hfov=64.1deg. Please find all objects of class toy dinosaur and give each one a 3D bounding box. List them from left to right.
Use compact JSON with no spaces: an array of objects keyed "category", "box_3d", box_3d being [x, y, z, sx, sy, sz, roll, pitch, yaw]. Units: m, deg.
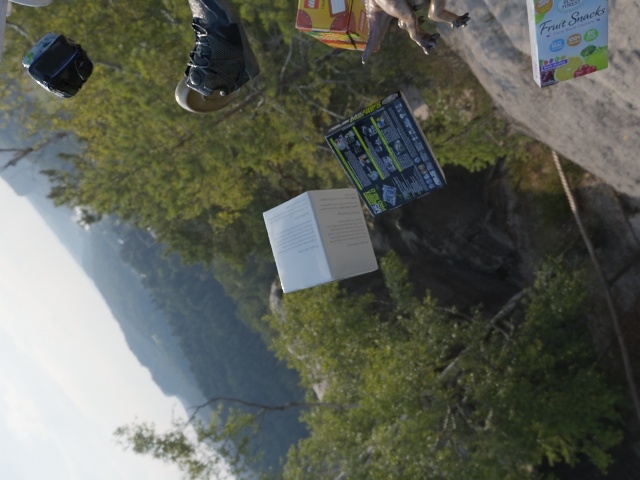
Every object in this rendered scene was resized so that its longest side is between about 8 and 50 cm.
[{"category":"toy dinosaur","box_3d":[0.139,-0.414,0.794,0.200,0.127,0.296,27,146,-31]}]

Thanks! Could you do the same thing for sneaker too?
[{"category":"sneaker","box_3d":[-0.199,-0.347,0.915,0.087,0.130,0.227,37,166,26]}]

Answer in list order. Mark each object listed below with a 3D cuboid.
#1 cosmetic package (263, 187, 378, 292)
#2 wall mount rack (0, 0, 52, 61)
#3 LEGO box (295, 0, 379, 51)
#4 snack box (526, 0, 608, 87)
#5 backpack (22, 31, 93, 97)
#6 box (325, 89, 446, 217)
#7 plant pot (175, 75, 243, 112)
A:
[{"category":"cosmetic package","box_3d":[0.000,0.000,1.080,0.151,0.152,0.183,-20,83,44]},{"category":"wall mount rack","box_3d":[-0.679,-0.421,0.909,0.130,0.350,0.304,-55,40,38]},{"category":"LEGO box","box_3d":[0.108,-0.947,1.765,0.193,0.372,0.499,14,103,20]},{"category":"snack box","box_3d":[0.362,-0.306,0.748,0.037,0.100,0.141,-91,-19,-49]},{"category":"backpack","box_3d":[-0.494,-0.334,0.975,0.084,0.105,0.114,40,177,-3]},{"category":"box","box_3d":[0.171,-0.215,1.317,0.270,0.216,0.060,55,-157,-26]},{"category":"plant pot","box_3d":[-0.351,-0.487,1.661,0.032,0.237,0.236,63,163,16]}]
